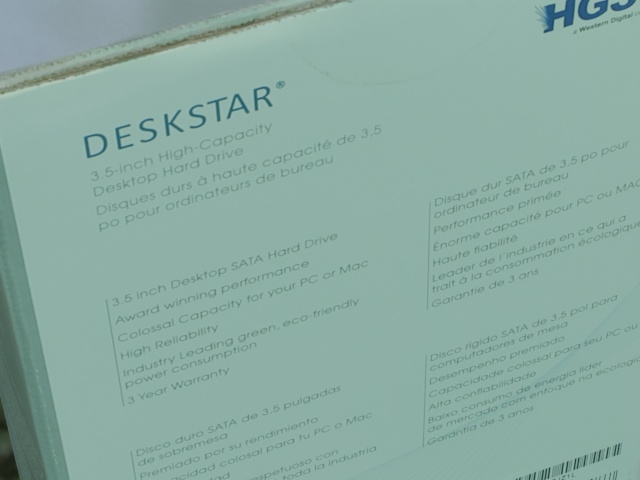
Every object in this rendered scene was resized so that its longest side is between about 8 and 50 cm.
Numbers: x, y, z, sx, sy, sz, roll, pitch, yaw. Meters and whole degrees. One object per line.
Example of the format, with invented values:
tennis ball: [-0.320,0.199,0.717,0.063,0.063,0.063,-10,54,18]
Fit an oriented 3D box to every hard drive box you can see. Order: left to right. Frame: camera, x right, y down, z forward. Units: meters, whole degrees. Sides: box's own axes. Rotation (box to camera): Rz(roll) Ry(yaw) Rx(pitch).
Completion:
hard drive box: [0.000,0.000,0.463,0.232,0.181,0.089,89,-22,-45]
